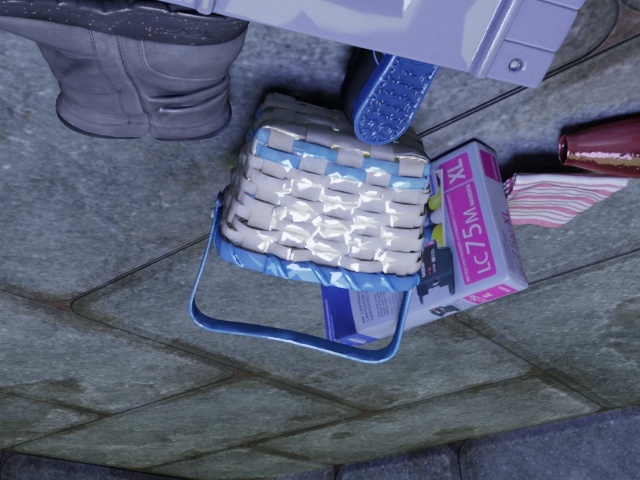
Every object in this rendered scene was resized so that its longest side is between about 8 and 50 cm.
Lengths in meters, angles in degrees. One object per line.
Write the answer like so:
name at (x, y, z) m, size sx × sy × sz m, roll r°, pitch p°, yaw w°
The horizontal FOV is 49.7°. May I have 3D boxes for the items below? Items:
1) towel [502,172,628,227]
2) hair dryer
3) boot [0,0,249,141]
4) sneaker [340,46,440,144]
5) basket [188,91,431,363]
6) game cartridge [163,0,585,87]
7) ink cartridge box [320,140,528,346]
towel at (0.295, -0.048, 0.917) m, size 0.144 × 0.029 × 0.197 m, roll -1°, pitch 167°, yaw -5°
hair dryer at (0.405, -0.156, 0.768) m, size 0.293 × 0.080 × 0.223 m, roll -30°, pitch 126°, yaw 30°
boot at (-0.234, -0.172, 0.617) m, size 0.338 × 0.118 × 0.222 m, roll 10°, pitch 154°, yaw -14°
sneaker at (0.091, -0.201, 0.634) m, size 0.081 × 0.090 × 0.232 m, roll 20°, pitch 122°, yaw -33°
basket at (0.000, 0.000, 0.777) m, size 0.255 × 0.201 × 0.289 m, roll 13°, pitch 112°, yaw -8°
game cartridge at (0.053, -0.247, 0.485) m, size 0.355 × 0.068 × 0.230 m, roll 8°, pitch 132°, yaw -19°
ink cartridge box at (0.101, 0.020, 0.906) m, size 0.311 × 0.185 × 0.065 m, roll -27°, pitch 150°, yaw 37°
